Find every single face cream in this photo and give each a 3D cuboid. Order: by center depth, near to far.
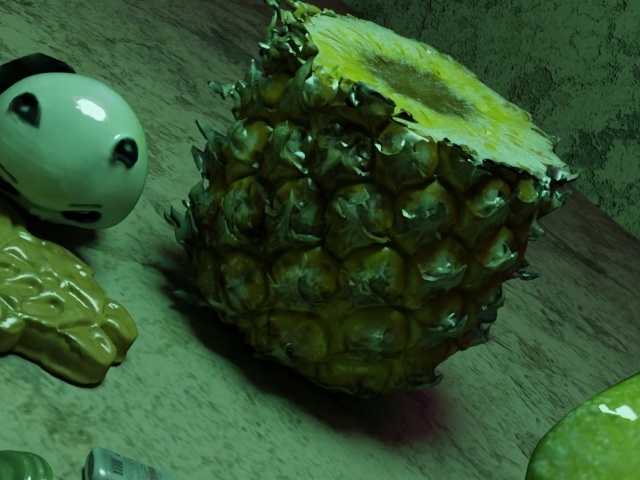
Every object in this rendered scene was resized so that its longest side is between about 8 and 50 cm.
[{"bbox_3d":[-0.115,0.163,0.820,0.083,0.021,0.040,26,18,-22],"label":"face cream"}]

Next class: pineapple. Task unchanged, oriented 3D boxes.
[{"bbox_3d":[0.033,-0.033,1.156,0.352,0.300,0.352,31,17,-10],"label":"pineapple"}]

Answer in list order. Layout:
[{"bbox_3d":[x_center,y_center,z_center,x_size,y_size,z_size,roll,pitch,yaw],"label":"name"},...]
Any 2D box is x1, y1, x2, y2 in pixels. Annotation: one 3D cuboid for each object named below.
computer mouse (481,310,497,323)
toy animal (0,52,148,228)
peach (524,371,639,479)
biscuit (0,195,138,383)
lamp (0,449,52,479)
[{"bbox_3d":[0.134,0.033,1.582,0.120,0.057,0.232,15,26,-45],"label":"computer mouse"},{"bbox_3d":[-0.228,-0.080,1.066,0.166,0.138,0.179,20,6,-15],"label":"toy animal"},{"bbox_3d":[0.332,0.258,0.852,0.416,0.339,0.353,41,-25,4],"label":"peach"},{"bbox_3d":[-0.268,0.008,0.951,0.288,0.044,0.202,33,16,8],"label":"biscuit"},{"bbox_3d":[-0.260,0.139,0.457,0.283,0.125,0.203,22,25,-18],"label":"lamp"}]
